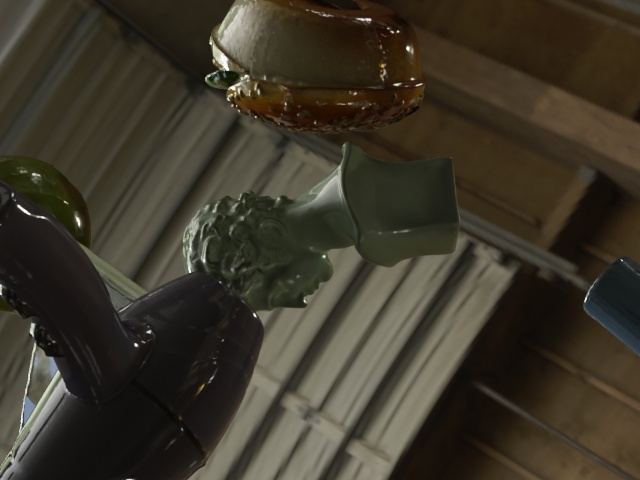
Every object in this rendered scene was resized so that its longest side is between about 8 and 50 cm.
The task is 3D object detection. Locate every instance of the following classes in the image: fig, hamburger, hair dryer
[{"bbox_3d":[-0.408,-0.020,1.879,0.207,0.230,0.207,-16,-135,16],"label":"fig"},{"bbox_3d":[0.000,-0.182,1.468,0.237,0.237,0.147,31,-64,40],"label":"hamburger"},{"bbox_3d":[-0.191,0.074,0.861,0.121,0.361,0.301,24,-117,36],"label":"hair dryer"}]

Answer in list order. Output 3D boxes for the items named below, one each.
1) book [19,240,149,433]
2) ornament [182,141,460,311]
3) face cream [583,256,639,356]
[{"bbox_3d":[-0.238,0.214,1.538,0.264,0.031,0.379,30,-65,40],"label":"book"},{"bbox_3d":[0.000,-0.015,1.395,0.285,0.120,0.130,-23,-120,3],"label":"ornament"},{"bbox_3d":[0.408,0.153,1.310,0.086,0.135,0.385,-39,-117,-22],"label":"face cream"}]
